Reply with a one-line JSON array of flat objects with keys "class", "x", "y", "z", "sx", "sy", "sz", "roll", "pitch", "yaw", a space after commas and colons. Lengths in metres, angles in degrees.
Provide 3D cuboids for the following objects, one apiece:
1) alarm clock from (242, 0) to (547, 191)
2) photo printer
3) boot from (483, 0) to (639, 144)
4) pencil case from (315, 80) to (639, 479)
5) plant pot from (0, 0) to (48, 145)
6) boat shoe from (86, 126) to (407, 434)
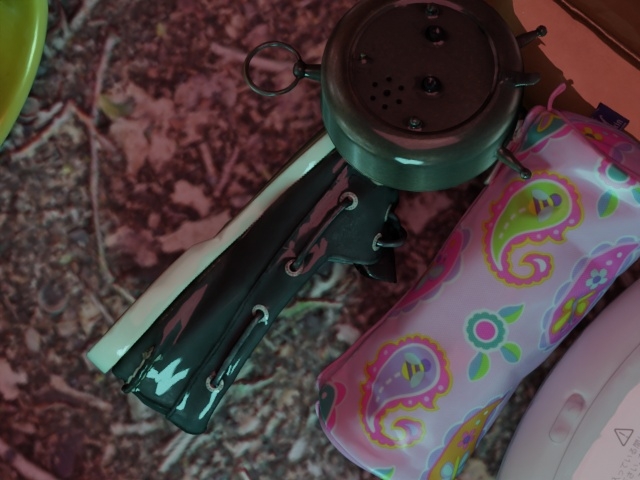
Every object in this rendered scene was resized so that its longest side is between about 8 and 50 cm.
[{"class": "alarm clock", "x": 0.045, "y": -0.102, "z": 1.241, "sx": 0.192, "sy": 0.064, "sz": 0.129, "roll": 5, "pitch": 70, "yaw": 6}, {"class": "photo printer", "x": 0.278, "y": 0.183, "z": 1.314, "sx": 0.307, "sy": 0.107, "sz": 0.256, "roll": 32, "pitch": 84, "yaw": 4}, {"class": "boot", "x": 0.209, "y": -0.179, "z": 1.361, "sx": 0.269, "sy": 0.089, "sz": 0.236, "roll": 42, "pitch": 98, "yaw": 4}, {"class": "pencil case", "x": 0.115, "y": 0.036, "z": 1.296, "sx": 0.124, "sy": 0.124, "sz": 0.284, "roll": 38, "pitch": 103, "yaw": 4}, {"class": "plant pot", "x": -0.352, "y": -0.149, "z": 1.297, "sx": 0.239, "sy": 0.254, "sz": 0.254, "roll": 32, "pitch": 86, "yaw": 19}, {"class": "boat shoe", "x": 0.000, "y": 0.000, "z": 1.328, "sx": 0.340, "sy": 0.127, "sz": 0.113, "roll": -43, "pitch": 91, "yaw": -5}]
